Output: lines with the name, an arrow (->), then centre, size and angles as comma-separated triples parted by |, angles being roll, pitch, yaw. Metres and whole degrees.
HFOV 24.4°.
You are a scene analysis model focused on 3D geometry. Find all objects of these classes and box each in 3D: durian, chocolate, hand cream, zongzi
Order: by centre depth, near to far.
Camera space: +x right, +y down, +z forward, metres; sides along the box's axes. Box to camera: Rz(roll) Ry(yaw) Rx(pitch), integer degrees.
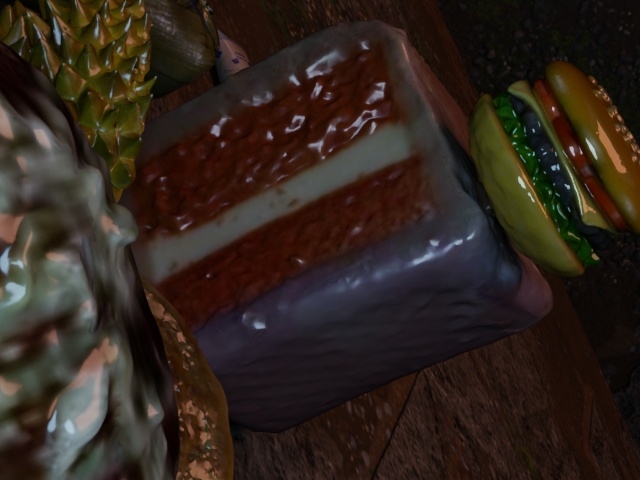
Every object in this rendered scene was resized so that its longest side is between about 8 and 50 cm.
chocolate -> -0.181, 0.048, 0.695 | 0.225, 0.210, 0.340 | -68, 141, -65
durian -> -0.204, -0.104, 1.025 | 0.187, 0.153, 0.260 | 6, 30, -30
zongzi -> -0.203, -0.191, 1.179 | 0.260, 0.123, 0.289 | 63, 28, -24
hand cream -> -0.083, -0.156, 1.590 | 0.065, 0.043, 0.170 | 33, 36, -56

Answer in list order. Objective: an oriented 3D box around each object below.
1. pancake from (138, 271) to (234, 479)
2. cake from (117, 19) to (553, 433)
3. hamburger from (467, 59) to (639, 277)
pancake -> -0.158, 0.095, 0.995 | 0.282, 0.049, 0.282 | 40, 31, -30
cake -> 0.000, 0.000, 1.217 | 0.230, 0.309, 0.237 | 46, 23, -59
hamburger -> 0.180, -0.053, 1.100 | 0.162, 0.115, 0.162 | 57, 13, -22
